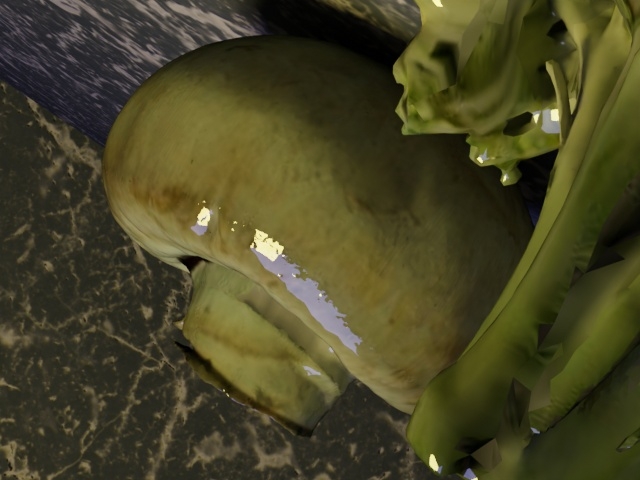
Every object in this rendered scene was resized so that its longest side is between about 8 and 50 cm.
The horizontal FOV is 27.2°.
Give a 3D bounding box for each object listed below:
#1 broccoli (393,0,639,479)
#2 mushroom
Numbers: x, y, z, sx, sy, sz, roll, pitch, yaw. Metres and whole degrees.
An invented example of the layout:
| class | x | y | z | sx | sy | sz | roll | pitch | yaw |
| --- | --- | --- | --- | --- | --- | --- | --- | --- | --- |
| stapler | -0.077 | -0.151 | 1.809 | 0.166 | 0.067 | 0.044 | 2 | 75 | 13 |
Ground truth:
| class | x | y | z | sx | sy | sz | roll | pitch | yaw |
| --- | --- | --- | --- | --- | --- | --- | --- | --- | --- |
| broccoli | 0.115 | -0.024 | 0.389 | 0.263 | 0.243 | 0.247 | 37 | -173 | 9 |
| mushroom | 0.000 | 0.000 | 0.994 | 0.352 | 0.260 | 0.352 | 33 | 178 | 2 |
